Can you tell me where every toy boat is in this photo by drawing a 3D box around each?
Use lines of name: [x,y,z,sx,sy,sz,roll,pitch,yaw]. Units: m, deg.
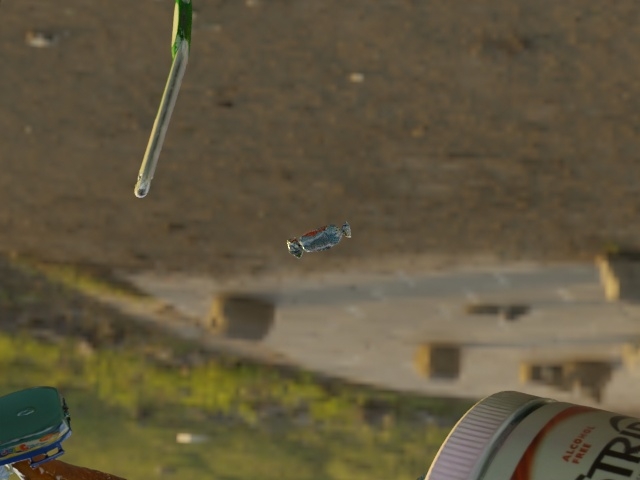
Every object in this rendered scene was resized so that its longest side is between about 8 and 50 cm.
toy boat: [-0.352,0.232,1.924,0.175,0.091,0.110,-17,139,-4]

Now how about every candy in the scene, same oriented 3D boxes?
candy: [0.000,0.001,2.064,0.083,0.030,0.020,-15,-163,22]

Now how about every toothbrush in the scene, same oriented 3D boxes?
toothbrush: [-0.171,-0.247,2.111,0.040,0.418,0.042,18,162,-12]

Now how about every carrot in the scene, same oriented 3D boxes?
carrot: [-0.305,0.283,2.075,0.061,0.061,0.210,-8,152,39]

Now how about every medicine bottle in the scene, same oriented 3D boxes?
medicine bottle: [0.225,0.263,1.378,0.241,0.252,0.252,10,174,32]

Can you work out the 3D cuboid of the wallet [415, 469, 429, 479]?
wallet: [0.147,0.360,1.872,0.290,0.251,0.054,-35,149,-16]
